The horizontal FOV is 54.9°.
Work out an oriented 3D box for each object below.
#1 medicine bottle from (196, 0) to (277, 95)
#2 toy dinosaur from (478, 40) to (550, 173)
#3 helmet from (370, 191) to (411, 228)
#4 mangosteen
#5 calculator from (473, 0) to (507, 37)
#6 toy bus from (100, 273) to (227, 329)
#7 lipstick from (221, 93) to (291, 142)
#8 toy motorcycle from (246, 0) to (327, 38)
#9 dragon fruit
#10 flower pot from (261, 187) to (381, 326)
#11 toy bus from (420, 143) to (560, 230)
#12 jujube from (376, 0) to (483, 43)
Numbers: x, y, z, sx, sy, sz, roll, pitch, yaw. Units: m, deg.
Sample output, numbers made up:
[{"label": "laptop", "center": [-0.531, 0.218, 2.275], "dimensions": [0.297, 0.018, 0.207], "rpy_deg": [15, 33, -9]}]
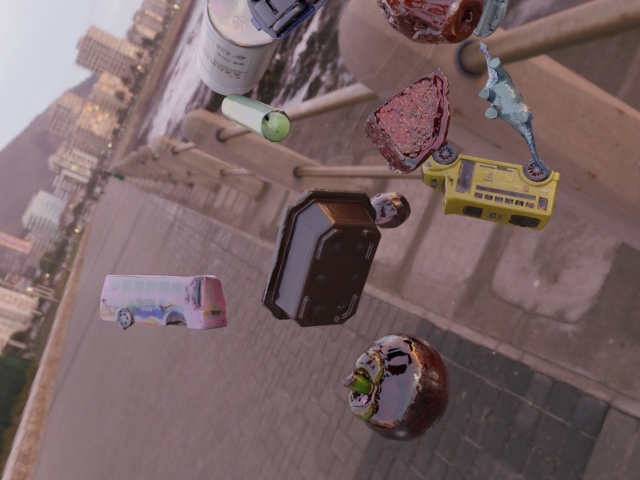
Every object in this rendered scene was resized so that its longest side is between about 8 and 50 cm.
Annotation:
[{"label": "medicine bottle", "center": [-0.211, -0.508, 1.567], "dimensions": [0.332, 0.190, 0.190], "rpy_deg": [153, 137, -73]}, {"label": "toy dinosaur", "center": [0.374, -0.284, 1.254], "dimensions": [0.076, 0.144, 0.329], "rpy_deg": [-31, 74, 28]}, {"label": "helmet", "center": [0.169, -0.071, 1.598], "dimensions": [0.123, 0.098, 0.070], "rpy_deg": [-13, 18, 31]}, {"label": "mangosteen", "center": [0.153, 0.287, 1.253], "dimensions": [0.216, 0.216, 0.216], "rpy_deg": [-51, 25, 35]}, {"label": "calculator", "center": [0.374, -0.623, 1.576], "dimensions": [0.246, 0.045, 0.141], "rpy_deg": [47, 142, 33]}, {"label": "toy bus", "center": [-0.320, 0.125, 1.243], "dimensions": [0.274, 0.090, 0.112], "rpy_deg": [0, 88, 26]}, {"label": "lipstick", "center": [-0.158, -0.294, 1.455], "dimensions": [0.076, 0.076, 0.304], "rpy_deg": [-64, 33, 7]}, {"label": "toy motorcycle", "center": [0.003, -0.526, 1.183], "dimensions": [0.358, 0.125, 0.212], "rpy_deg": [-29, 15, 37]}, {"label": "dragon fruit", "center": [0.164, -0.200, 1.058], "dimensions": [0.161, 0.120, 0.127], "rpy_deg": [-38, 2, 3]}, {"label": "flower pot", "center": [0.014, 0.044, 1.024], "dimensions": [0.084, 0.179, 0.251], "rpy_deg": [45, 127, 49]}, {"label": "toy bus", "center": [0.408, -0.130, 1.534], "dimensions": [0.145, 0.331, 0.151], "rpy_deg": [66, -143, -71]}, {"label": "jujube", "center": [0.252, -0.569, 1.449], "dimensions": [0.290, 0.197, 0.197], "rpy_deg": [46, 113, 40]}]
